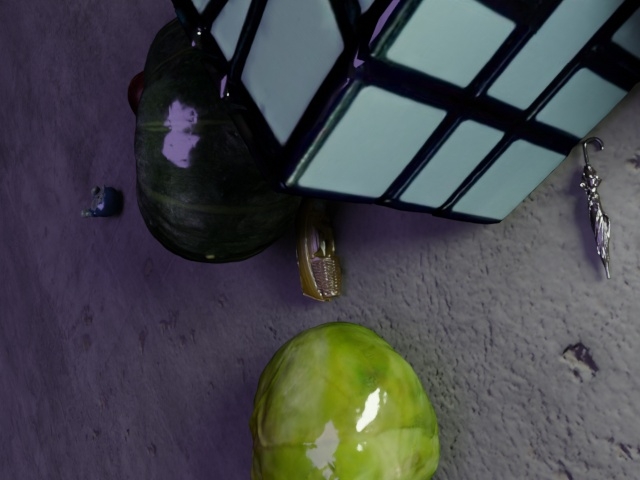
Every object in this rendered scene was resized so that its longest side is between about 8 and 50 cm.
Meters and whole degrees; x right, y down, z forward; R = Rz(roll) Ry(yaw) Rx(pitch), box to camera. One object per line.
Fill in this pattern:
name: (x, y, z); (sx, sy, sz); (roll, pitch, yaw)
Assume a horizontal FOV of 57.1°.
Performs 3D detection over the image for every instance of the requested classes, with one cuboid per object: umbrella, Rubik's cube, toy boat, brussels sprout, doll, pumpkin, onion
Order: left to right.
doll: (-0.430, -0.077, 1.167); (0.083, 0.050, 0.076); (-6, 64, 47)
onion: (-0.256, -0.232, 0.958); (0.117, 0.118, 0.119); (42, 116, 44)
pumpkin: (-0.109, -0.115, 0.698); (0.300, 0.207, 0.300); (-179, 90, -75)
toy boat: (0.000, 0.000, 0.715); (0.049, 0.047, 0.149); (-6, 85, 32)
brussels sprout: (0.012, 0.189, 0.603); (0.223, 0.161, 0.223); (-7, 79, 39)
Rubik's cube: (0.085, -0.210, 0.470); (0.293, 0.283, 0.288); (-52, 52, 34)
umbrella: (0.232, -0.028, 0.498); (0.022, 0.013, 0.122); (-4, 82, 24)
